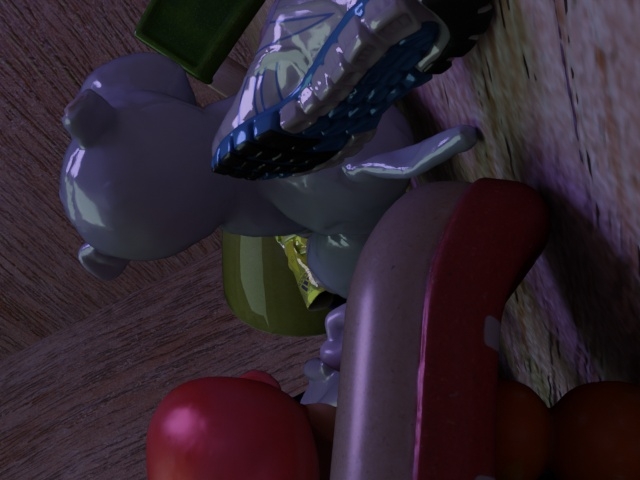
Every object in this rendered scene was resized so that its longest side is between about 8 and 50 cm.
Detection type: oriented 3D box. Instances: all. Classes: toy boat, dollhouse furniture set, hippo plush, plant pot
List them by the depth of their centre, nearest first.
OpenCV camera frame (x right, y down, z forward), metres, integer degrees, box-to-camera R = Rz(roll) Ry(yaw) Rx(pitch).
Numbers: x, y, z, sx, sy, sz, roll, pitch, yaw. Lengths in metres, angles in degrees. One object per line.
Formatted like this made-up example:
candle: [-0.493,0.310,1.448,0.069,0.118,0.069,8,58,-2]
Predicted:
toy boat: [0.085,0.085,0.363,0.151,0.151,0.231,74,-158,-71]
hippo plush: [-0.062,-0.035,0.590,0.294,0.237,0.234,-115,17,-48]
dollhouse furniture set: [-0.018,-0.190,0.872,0.302,0.151,0.197,34,-176,5]
plant pot: [-0.036,-0.055,1.208,0.274,0.275,0.293,-117,16,-51]

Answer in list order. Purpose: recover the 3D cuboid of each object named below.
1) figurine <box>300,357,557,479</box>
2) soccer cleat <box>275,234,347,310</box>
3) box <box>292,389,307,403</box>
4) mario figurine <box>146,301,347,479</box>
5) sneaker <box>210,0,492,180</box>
figurine: [0.092,0.160,0.686,0.215,0.092,0.209,40,145,-1]
soccer cleat: [0.000,0.000,0.770,0.289,0.121,0.093,34,166,29]
box: [0.179,0.443,1.082,0.471,0.297,0.480,64,180,-13]
mario figurine: [0.041,0.165,0.524,0.170,0.321,0.198,-45,25,53]
sneaker: [0.001,-0.093,0.385,0.191,0.071,0.082,-34,66,48]
